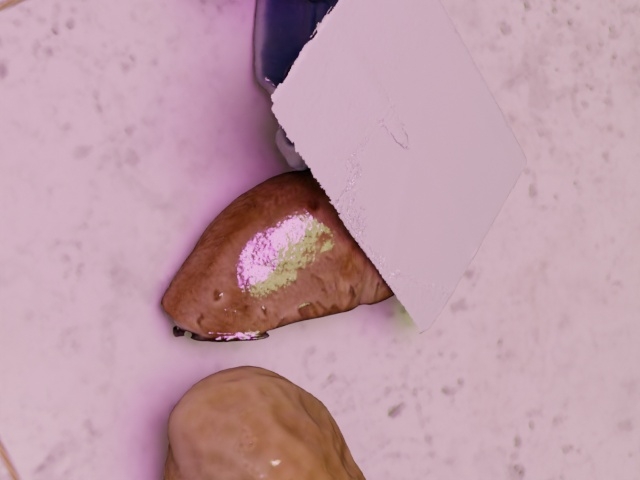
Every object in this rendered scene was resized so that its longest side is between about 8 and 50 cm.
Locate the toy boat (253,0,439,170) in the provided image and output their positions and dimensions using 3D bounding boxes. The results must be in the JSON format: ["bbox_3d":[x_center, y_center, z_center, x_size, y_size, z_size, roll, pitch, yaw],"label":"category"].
[{"bbox_3d":[-0.001,-0.196,1.029,0.142,0.129,0.309,6,85,-43],"label":"toy boat"}]

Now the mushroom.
[{"bbox_3d":[0.000,0.000,1.041,0.210,0.072,0.094,-12,105,-32],"label":"mushroom"}]

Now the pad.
[{"bbox_3d":[0.056,-0.066,1.019,0.156,0.004,0.232,-57,136,-23],"label":"pad"}]

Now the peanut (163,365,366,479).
[{"bbox_3d":[0.008,0.217,0.995,0.149,0.149,0.313,-40,100,-27],"label":"peanut"}]
